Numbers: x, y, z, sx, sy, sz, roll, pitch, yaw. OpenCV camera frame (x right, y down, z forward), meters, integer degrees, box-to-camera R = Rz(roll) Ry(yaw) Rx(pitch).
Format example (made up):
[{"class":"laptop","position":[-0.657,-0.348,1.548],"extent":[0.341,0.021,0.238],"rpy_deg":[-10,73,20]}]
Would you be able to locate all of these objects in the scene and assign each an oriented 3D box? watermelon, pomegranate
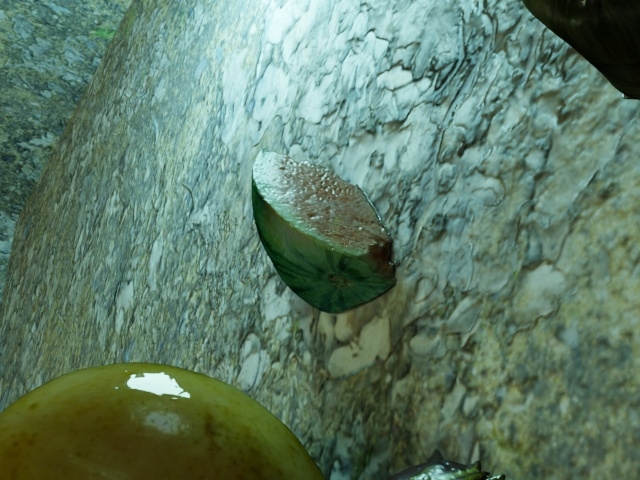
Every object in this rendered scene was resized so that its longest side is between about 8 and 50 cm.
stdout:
[{"class":"watermelon","position":[-0.019,0.012,0.838],"extent":[0.231,0.128,0.146],"rpy_deg":[-116,33,-47]},{"class":"pomegranate","position":[-0.142,0.310,0.608],"extent":[0.417,0.417,0.416],"rpy_deg":[-34,47,46]}]

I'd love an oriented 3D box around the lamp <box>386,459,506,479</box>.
[{"class":"lamp","position":[0.073,0.235,0.520],"extent":[0.156,0.135,0.157],"rpy_deg":[-19,61,55]}]

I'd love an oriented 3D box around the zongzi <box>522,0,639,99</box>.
[{"class":"zongzi","position":[0.239,-0.186,0.397],"extent":[0.242,0.221,0.112],"rpy_deg":[-57,48,20]}]
